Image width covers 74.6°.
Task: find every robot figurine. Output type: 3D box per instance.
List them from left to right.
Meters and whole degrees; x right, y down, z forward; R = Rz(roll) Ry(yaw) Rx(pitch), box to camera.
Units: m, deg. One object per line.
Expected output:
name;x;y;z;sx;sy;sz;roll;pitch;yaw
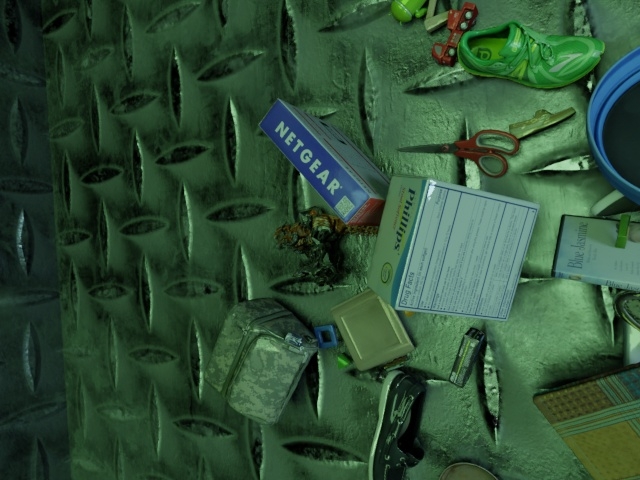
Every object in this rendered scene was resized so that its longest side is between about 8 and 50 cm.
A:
robot figurine;0.226;-0.608;1.063;0.101;0.067;0.115;45;112;9

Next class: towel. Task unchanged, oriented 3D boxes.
towel;0.626;0.398;0.782;0.271;0.040;0.370;-39;89;36

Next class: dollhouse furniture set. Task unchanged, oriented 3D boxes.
dollhouse furniture set;0.638;-0.012;0.771;0.151;0.076;0.059;10;58;33

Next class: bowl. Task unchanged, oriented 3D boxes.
bowl;0.683;-0.205;0.722;0.390;0.077;0.392;-12;62;23

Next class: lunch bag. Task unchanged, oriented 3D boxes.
lunch bag;-0.161;0.348;1.225;0.255;0.212;0.305;32;105;26

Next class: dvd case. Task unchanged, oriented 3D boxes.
dvd case;0.598;0.024;0.813;0.252;0.180;0.022;9;137;30

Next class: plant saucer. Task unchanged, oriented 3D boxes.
plant saucer;0.373;0.622;1.025;0.168;0.029;0.169;1;92;30

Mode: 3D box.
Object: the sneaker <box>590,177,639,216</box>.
sneaker;0.687;-0.068;0.782;0.295;0.104;0.147;-22;75;24

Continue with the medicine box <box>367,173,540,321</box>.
medicine box;0.280;0.015;0.907;0.149;0.288;0.264;-144;65;-69

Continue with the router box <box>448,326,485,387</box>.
router box;0.347;0.275;0.996;0.038;0.092;0.123;20;101;28

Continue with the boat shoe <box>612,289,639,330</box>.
boat shoe;0.634;0.166;0.732;0.227;0.068;0.081;33;106;27

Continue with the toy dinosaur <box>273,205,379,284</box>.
toy dinosaur;0.000;0.000;1.170;0.321;0.164;0.219;-19;64;50

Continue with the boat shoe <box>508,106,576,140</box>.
boat shoe;0.486;-0.266;0.929;0.135;0.050;0.045;-21;86;29

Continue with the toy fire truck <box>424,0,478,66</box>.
toy fire truck;0.306;-0.538;1.030;0.135;0.047;0.192;31;107;27

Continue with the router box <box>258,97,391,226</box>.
router box;0.050;-0.181;1.040;0.082;0.301;0.335;-48;68;21

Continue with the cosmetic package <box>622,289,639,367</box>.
cosmetic package;0.770;0.210;0.746;0.376;0.097;0.285;0;93;31

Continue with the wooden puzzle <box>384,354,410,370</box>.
wooden puzzle;0.200;0.323;1.107;0.083;0.049;0.006;-30;90;27

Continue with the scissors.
scissors;0.325;-0.236;1.026;0.296;0.021;0.109;24;128;31

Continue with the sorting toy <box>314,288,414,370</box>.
sorting toy;0.142;0.236;1.143;0.347;0.047;0.196;-32;81;29

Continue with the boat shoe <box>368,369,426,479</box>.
boat shoe;0.209;0.511;1.063;0.113;0.127;0.341;7;85;42

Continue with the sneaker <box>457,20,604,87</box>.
sneaker;0.439;-0.402;0.911;0.295;0.123;0.110;15;98;28
